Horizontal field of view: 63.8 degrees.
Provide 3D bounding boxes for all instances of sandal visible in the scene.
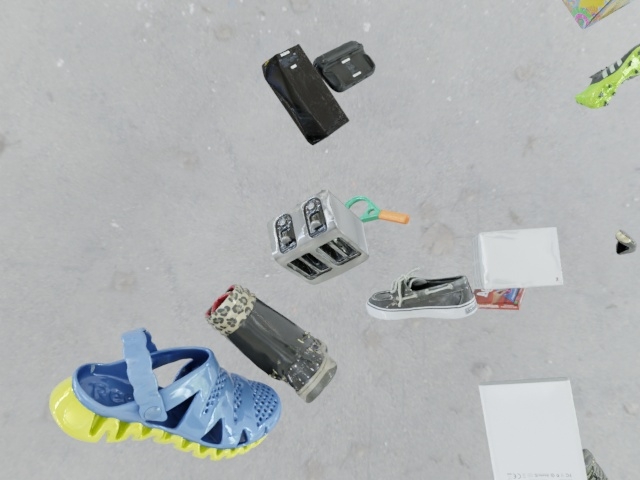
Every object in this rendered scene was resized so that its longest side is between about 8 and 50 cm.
[{"bbox_3d":[-0.175,0.203,0.690,0.317,0.126,0.138,21,109,-39],"label":"sandal"}]

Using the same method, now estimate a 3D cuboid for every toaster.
[{"bbox_3d":[0.000,0.000,1.119,0.168,0.185,0.110,-27,51,23],"label":"toaster"}]

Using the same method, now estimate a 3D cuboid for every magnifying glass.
[{"bbox_3d":[0.154,-0.079,1.472,0.231,0.026,0.092,16,68,42],"label":"magnifying glass"}]

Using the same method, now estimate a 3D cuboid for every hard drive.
[{"bbox_3d":[0.503,0.486,1.212,0.203,0.040,0.307,-10,86,21],"label":"hard drive"}]

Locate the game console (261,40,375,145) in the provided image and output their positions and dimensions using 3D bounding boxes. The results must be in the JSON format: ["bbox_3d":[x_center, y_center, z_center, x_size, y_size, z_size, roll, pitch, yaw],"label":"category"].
[{"bbox_3d":[0.028,-0.387,1.244,0.361,0.044,0.213,-42,102,-41],"label":"game console"}]

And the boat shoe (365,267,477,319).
[{"bbox_3d":[0.227,0.129,1.256,0.113,0.306,0.105,-29,105,-37],"label":"boat shoe"}]

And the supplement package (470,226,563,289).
[{"bbox_3d":[0.516,0.054,1.383,0.194,0.203,0.149,-4,84,9],"label":"supplement package"}]

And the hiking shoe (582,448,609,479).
[{"bbox_3d":[0.697,0.607,1.316,0.086,0.227,0.114,-46,49,13],"label":"hiking shoe"}]

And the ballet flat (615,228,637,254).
[{"bbox_3d":[0.842,0.011,1.427,0.049,0.173,0.057,-40,56,19],"label":"ballet flat"}]

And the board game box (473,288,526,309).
[{"bbox_3d":[0.569,0.120,1.591,0.145,0.281,0.027,-4,118,36],"label":"board game box"}]

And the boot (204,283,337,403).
[{"bbox_3d":[-0.077,0.135,0.746,0.178,0.236,0.085,41,80,-8],"label":"boot"}]

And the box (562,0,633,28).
[{"bbox_3d":[0.362,-0.383,0.435,0.279,0.290,0.177,-30,86,-2],"label":"box"}]

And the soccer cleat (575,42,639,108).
[{"bbox_3d":[0.593,-0.337,1.035,0.179,0.072,0.060,-43,120,-1],"label":"soccer cleat"}]
